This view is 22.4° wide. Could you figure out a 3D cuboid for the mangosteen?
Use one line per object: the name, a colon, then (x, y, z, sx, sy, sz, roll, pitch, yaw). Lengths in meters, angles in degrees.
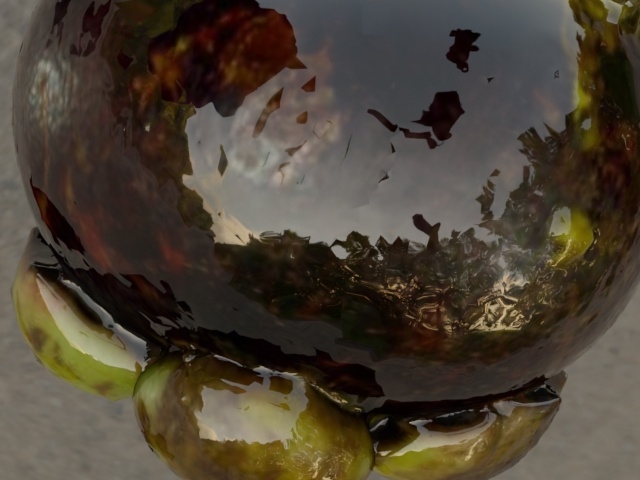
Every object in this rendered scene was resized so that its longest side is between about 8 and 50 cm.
mangosteen: (0.000, 0.000, 0.467, 0.192, 0.192, 0.217, 13, 88, -17)
